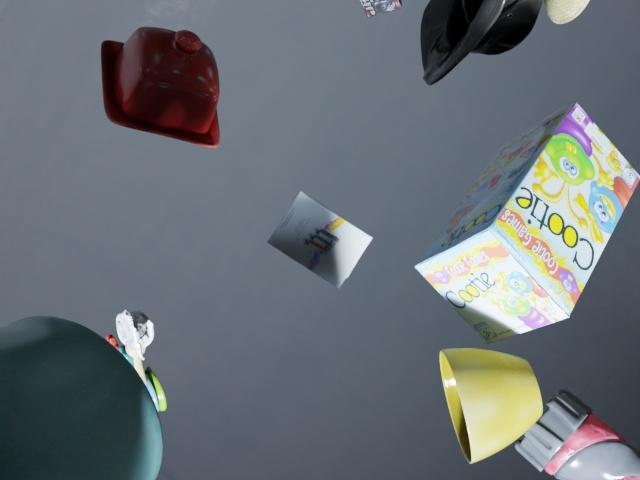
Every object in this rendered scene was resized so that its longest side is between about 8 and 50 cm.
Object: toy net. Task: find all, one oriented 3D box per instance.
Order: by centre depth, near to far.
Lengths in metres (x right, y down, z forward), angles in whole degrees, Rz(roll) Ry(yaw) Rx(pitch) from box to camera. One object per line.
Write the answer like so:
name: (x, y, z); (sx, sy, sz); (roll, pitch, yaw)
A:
toy net: (-0.262, 0.155, 1.116); (0.045, 0.122, 0.232); (-19, 146, -28)

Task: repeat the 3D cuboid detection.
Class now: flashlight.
flashlight: (0.378, 0.309, 0.927); (0.103, 0.304, 0.103); (-57, 154, 18)

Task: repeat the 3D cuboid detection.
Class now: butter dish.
butter dish: (-0.190, -0.219, 1.015); (0.160, 0.160, 0.118); (12, 138, -31)

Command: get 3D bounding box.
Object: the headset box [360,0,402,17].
headset box: (0.125, -0.495, 1.604); (0.062, 0.083, 0.032); (49, 35, -54)

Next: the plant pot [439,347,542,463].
plant pot: (0.203, 0.184, 0.924); (0.095, 0.134, 0.134); (-12, 156, 0)

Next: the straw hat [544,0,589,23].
straw hat: (0.312, -0.365, 1.040); (0.061, 0.144, 0.144); (7, 130, -18)

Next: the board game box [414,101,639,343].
board game box: (0.269, -0.025, 1.003); (0.275, 0.142, 0.144); (-49, -171, -35)

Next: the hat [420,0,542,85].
hat: (0.298, -0.406, 1.353); (0.331, 0.134, 0.331); (-163, -90, -73)

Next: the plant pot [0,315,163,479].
plant pot: (-0.253, 0.179, 0.545); (0.272, 0.271, 0.255); (-63, 169, 27)

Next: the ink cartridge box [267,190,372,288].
ink cartridge box: (0.000, 0.000, 1.616); (0.127, 0.176, 0.128); (-56, 180, -1)
